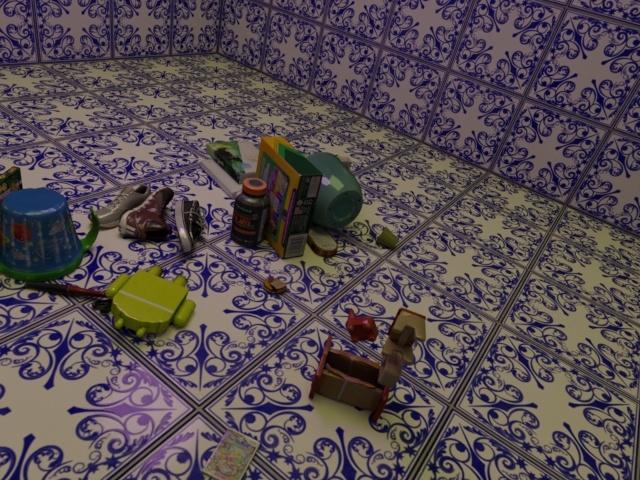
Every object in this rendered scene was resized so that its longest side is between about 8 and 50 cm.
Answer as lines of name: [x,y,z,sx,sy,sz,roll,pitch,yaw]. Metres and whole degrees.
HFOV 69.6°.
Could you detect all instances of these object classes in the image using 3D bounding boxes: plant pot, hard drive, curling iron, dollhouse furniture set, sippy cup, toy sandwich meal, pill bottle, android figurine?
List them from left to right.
sippy cup: [-0.857,-0.032,1.398,0.240,0.223,0.305,18,32,4]
curling iron: [-0.727,0.154,1.343,0.274,0.035,0.068,15,32,-1]
android figurine: [-0.500,0.177,1.353,0.249,0.056,0.272,22,30,-6]
hard drive: [-0.400,-0.298,2.154,0.203,0.040,0.307,-14,43,-37]
pill bottle: [-0.263,-0.110,1.734,0.131,0.245,0.130,10,33,-7]
toy sandwich meal: [-0.158,0.151,1.583,0.086,0.029,0.085,11,33,-7]
plant pot: [0.038,-0.187,1.920,0.293,0.292,0.235,-9,38,-32]
dollhouse furniture set: [0.116,0.282,1.186,0.202,0.373,0.152,20,38,4]
plant pot: [0.291,-0.006,1.966,0.079,0.083,0.083,33,35,7]

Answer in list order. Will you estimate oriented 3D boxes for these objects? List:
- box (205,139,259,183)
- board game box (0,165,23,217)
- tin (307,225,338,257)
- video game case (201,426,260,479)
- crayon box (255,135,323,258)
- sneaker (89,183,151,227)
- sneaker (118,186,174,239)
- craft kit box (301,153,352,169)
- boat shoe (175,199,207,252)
box: [-0.370,-0.384,2.202,0.233,0.058,0.322,-15,43,-39]
board game box: [-1.088,-0.136,1.543,0.031,0.136,0.259,11,34,-4]
tin: [0.000,0.000,1.871,0.106,0.040,0.189,-2,36,-32]
video game case: [-0.204,0.498,1.059,0.087,0.011,0.122,21,33,10]
crayon box: [-0.145,-0.167,1.759,0.106,0.362,0.313,-8,40,-32]
sneaker: [-0.738,-0.142,1.706,0.099,0.120,0.262,26,34,18]
sneaker: [-0.596,-0.084,1.713,0.163,0.106,0.281,26,45,8]
craft kit box: [-0.006,-0.266,2.072,0.250,0.246,0.061,-1,34,-22]
boat shoe: [-0.475,-0.062,1.701,0.105,0.113,0.306,-11,29,-12]
